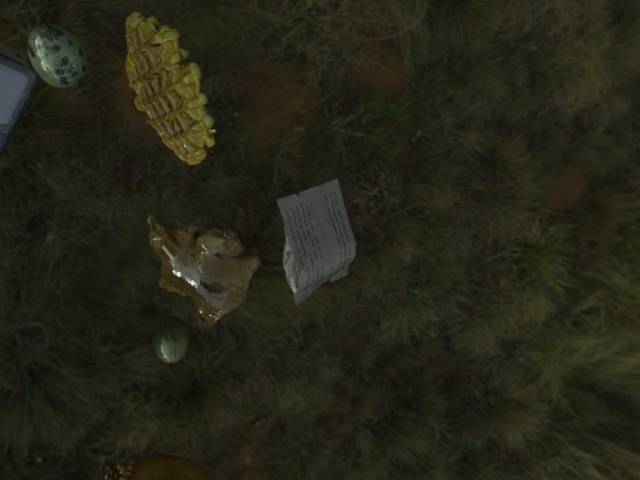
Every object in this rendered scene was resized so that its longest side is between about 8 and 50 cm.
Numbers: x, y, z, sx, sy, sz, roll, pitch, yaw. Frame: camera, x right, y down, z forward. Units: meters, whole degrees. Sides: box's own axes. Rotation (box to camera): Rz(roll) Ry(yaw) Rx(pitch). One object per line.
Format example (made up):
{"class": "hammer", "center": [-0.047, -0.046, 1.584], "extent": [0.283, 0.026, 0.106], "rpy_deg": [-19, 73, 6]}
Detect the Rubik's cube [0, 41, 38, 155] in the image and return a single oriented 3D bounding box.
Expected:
{"class": "Rubik's cube", "center": [-0.618, -0.193, 0.808], "extent": [0.303, 0.301, 0.305], "rpy_deg": [23, 99, -41]}

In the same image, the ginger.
{"class": "ginger", "center": [-0.264, 0.043, 1.262], "extent": [0.218, 0.123, 0.270], "rpy_deg": [-39, 109, 24]}

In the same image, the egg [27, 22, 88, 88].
{"class": "egg", "center": [-0.700, -0.493, 1.572], "extent": [0.141, 0.141, 0.182], "rpy_deg": [-42, 146, -20]}

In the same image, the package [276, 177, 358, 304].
{"class": "package", "center": [0.000, 0.000, 1.378], "extent": [0.203, 0.062, 0.251], "rpy_deg": [-26, 116, -41]}

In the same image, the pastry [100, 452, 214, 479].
{"class": "pastry", "center": [-0.277, 0.505, 0.937], "extent": [0.162, 0.254, 0.311], "rpy_deg": [59, 29, -72]}

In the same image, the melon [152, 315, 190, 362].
{"class": "melon", "center": [-0.384, 0.255, 1.520], "extent": [0.097, 0.131, 0.098], "rpy_deg": [-8, 140, -7]}

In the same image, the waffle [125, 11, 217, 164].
{"class": "waffle", "center": [-0.304, -0.294, 1.157], "extent": [0.062, 0.329, 0.330], "rpy_deg": [-32, 117, -24]}
